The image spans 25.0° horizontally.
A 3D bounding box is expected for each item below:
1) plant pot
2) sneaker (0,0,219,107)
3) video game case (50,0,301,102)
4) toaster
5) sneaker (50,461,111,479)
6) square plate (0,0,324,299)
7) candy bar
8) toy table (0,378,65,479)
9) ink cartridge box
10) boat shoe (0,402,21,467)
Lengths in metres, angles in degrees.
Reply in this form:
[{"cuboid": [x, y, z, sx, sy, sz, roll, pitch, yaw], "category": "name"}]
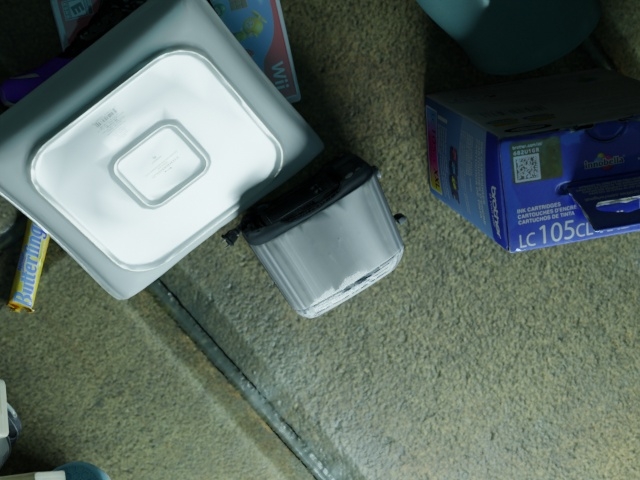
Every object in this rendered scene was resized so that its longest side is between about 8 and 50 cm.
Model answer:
[{"cuboid": [0.227, -0.359, 1.808, 0.271, 0.272, 0.255, -33, 121, -3], "category": "plant pot"}, {"cuboid": [-0.259, -0.243, 1.782, 0.293, 0.102, 0.146, -14, 106, -16], "category": "sneaker"}, {"cuboid": [-0.184, -0.245, 1.860, 0.285, 0.025, 0.204, -15, 105, -8], "category": "video game case"}, {"cuboid": [0.000, 0.000, 1.901, 0.227, 0.129, 0.146, -32, 109, -5], "category": "toaster"}, {"cuboid": [-0.380, 0.412, 1.888, 0.319, 0.208, 0.127, -27, 68, 3], "category": "sneaker"}, {"cuboid": [-0.206, -0.103, 1.785, 0.347, 0.049, 0.344, -37, 134, 5], "category": "square plate"}, {"cuboid": [-0.375, 0.019, 1.884, 0.040, 0.018, 0.161, 13, 99, -14], "category": "candy bar"}, {"cuboid": [-0.437, 0.294, 1.708, 0.161, 0.252, 0.274, -12, 90, 23], "category": "toy table"}, {"cuboid": [0.309, -0.103, 1.800, 0.270, 0.395, 0.151, -10, 104, -9], "category": "ink cartridge box"}, {"cuboid": [-0.506, 0.170, 1.850, 0.301, 0.102, 0.108, 42, 122, -12], "category": "boat shoe"}]
